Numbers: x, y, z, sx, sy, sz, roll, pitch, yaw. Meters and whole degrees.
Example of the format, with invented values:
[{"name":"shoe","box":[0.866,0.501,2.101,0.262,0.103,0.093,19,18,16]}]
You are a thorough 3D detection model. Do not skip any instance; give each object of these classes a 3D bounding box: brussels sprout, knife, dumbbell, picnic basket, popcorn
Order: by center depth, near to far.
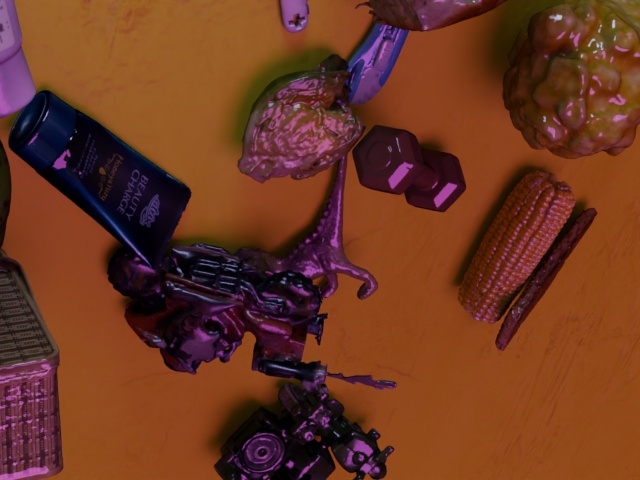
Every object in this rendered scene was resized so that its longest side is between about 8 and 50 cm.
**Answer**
[{"name":"picnic basket","box":[-0.444,0.139,1.662,0.228,0.313,0.175,-9,119,-21]},{"name":"brussels sprout","box":[-0.029,-0.152,1.805,0.181,0.100,0.139,-34,130,15]},{"name":"knife","box":[0.085,-0.270,1.815,0.064,0.031,0.222,9,119,-28]},{"name":"popcorn","box":[0.345,-0.219,1.864,0.250,0.235,0.241,-17,132,-40]},{"name":"dumbbell","box":[0.120,-0.093,1.884,0.082,0.092,0.231,-20,166,20]}]

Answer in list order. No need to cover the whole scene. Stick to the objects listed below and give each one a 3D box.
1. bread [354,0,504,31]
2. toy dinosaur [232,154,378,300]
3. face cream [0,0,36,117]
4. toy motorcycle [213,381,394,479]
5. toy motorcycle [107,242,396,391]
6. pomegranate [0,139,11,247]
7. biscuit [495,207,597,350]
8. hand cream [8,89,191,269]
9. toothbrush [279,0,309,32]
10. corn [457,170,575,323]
[{"name":"bread","box":[0.156,-0.370,1.618,0.250,0.279,0.225,-25,113,-9]},{"name":"toy dinosaur","box":[0.000,0.003,1.960,0.251,0.072,0.200,-36,123,15]},{"name":"face cream","box":[-0.394,-0.264,1.528,0.154,0.096,0.274,-16,122,-2]},{"name":"toy motorcycle","box":[-0.023,0.326,2.159,0.205,0.127,0.275,-46,129,7]},{"name":"toy motorcycle","box":[-0.090,0.117,1.902,0.401,0.134,0.207,9,129,-3]},{"name":"pomegranate","box":[-0.506,-0.062,1.517,0.341,0.285,0.285,32,111,0]},{"name":"biscuit","box":[0.341,0.056,2.163,0.237,0.026,0.131,-51,168,-22]},{"name":"hand cream","box":[-0.266,-0.077,1.746,0.270,0.061,0.120,41,63,-43]},{"name":"toothbrush","box":[-0.054,-0.414,1.630,0.042,0.040,0.418,-19,136,-10]},{"name":"corn","box":[0.287,0.008,2.101,0.093,0.093,0.244,12,118,-35]}]
